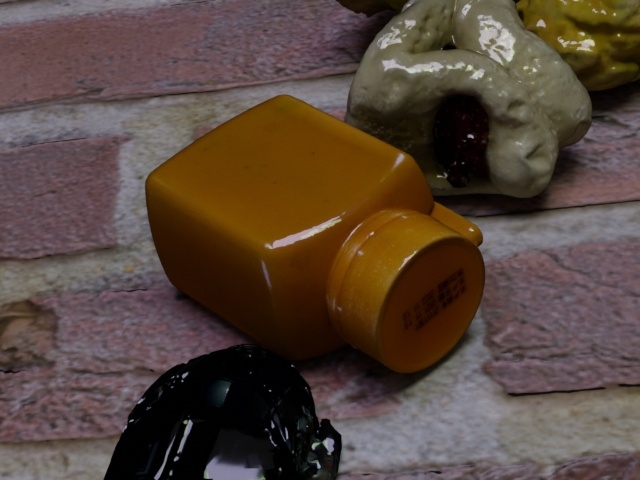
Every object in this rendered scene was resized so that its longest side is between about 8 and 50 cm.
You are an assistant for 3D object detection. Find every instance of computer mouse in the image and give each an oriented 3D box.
[{"bbox_3d":[-0.072,0.140,1.041,0.147,0.077,0.241,0,40,17],"label":"computer mouse"}]

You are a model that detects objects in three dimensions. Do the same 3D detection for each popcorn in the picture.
[{"bbox_3d":[0.227,-0.193,1.335,0.148,0.152,0.167,-17,24,51],"label":"popcorn"}]

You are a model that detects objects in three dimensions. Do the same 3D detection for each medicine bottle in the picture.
[{"bbox_3d":[0.000,0.001,1.164,0.149,0.112,0.222,-34,44,-27],"label":"medicine bottle"}]

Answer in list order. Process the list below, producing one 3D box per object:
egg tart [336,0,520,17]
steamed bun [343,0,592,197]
[{"bbox_3d":[0.136,-0.272,1.381,0.288,0.288,0.118,-28,68,-20],"label":"egg tart"},{"bbox_3d":[0.122,-0.101,1.257,0.155,0.140,0.172,29,55,22],"label":"steamed bun"}]
